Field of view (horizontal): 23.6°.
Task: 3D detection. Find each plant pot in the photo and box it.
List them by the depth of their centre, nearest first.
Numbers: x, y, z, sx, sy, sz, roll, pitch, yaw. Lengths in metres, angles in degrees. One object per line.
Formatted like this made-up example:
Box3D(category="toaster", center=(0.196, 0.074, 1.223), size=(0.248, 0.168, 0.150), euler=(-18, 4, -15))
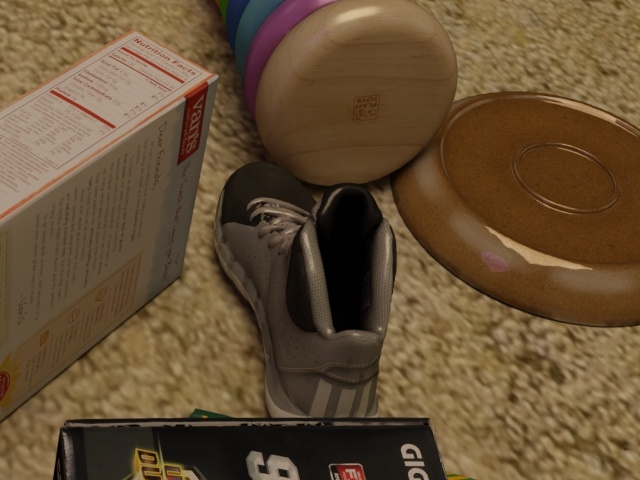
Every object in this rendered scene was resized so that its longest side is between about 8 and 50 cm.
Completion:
Box3D(category="plant pot", center=(0.167, -0.035, 1.064), size=(0.236, 0.032, 0.236), euler=(9, 40, -8))

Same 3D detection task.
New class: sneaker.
Box3D(category="sneaker", center=(0.000, 0.000, 0.893), size=(0.086, 0.132, 0.228), euler=(-2, 44, -19))

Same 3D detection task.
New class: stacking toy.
Box3D(category="stacking toy", center=(-0.029, -0.183, 1.109), size=(0.141, 0.141, 0.330), euler=(-6, 39, -23))

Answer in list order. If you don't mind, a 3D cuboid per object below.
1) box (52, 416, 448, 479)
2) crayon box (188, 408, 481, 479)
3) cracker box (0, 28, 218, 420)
Box3D(category="box", center=(-0.016, 0.170, 0.629), size=(0.175, 0.051, 0.220), euler=(2, 42, -15))
Box3D(category="crayon box", center=(-0.013, 0.216, 0.683), size=(0.165, 0.081, 0.278), euler=(14, 40, -1))
Box3D(category="cracker box", center=(-0.156, 0.004, 0.824), size=(0.067, 0.155, 0.232), euler=(31, 42, 18))
